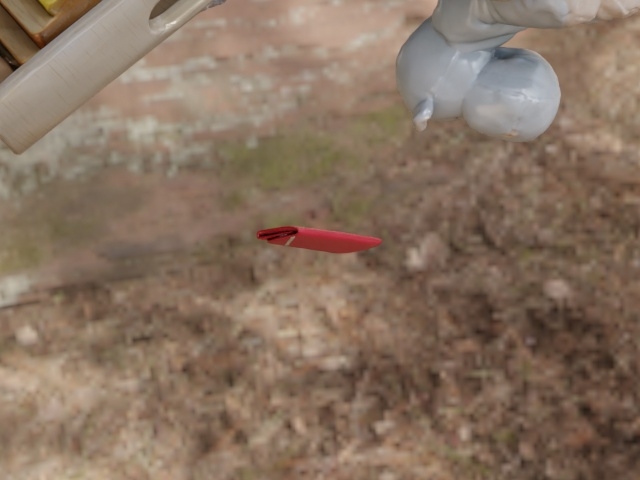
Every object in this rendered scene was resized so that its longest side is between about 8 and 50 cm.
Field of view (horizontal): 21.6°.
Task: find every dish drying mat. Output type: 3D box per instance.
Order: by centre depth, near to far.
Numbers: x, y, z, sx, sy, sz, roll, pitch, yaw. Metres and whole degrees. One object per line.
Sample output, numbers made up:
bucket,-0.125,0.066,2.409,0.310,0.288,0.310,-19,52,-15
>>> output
dish drying mat,0.000,0.000,0.982,0.032,0.008,0.083,-11,-12,35

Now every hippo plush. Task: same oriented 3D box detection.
hippo plush,0.161,-0.215,1.720,0.294,0.236,0.234,19,21,2

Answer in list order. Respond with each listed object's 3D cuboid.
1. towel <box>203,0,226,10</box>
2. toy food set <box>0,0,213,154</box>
towel,-0.161,-0.232,1.098,0.284,0.235,0.121,-27,48,-23
toy food set,-0.122,-0.192,0.739,0.220,0.092,0.306,-40,50,-5
